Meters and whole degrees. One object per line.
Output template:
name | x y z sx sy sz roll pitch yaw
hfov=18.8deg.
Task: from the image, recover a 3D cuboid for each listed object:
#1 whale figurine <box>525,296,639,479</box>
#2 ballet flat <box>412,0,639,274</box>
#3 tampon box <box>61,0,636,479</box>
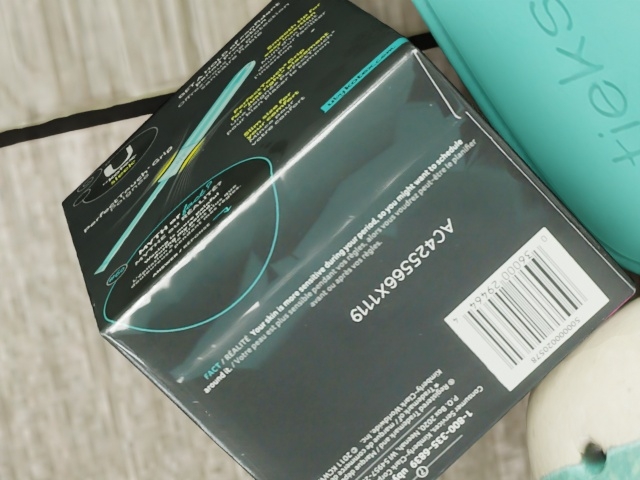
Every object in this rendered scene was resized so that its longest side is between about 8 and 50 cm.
whale figurine | 0.199 0.074 0.602 0.272 0.216 0.141 -1 72 -29
ballet flat | 0.026 -0.197 0.576 0.483 0.164 0.182 47 53 -23
tampon box | 0.000 0.000 0.609 0.120 0.161 0.101 -43 109 2
